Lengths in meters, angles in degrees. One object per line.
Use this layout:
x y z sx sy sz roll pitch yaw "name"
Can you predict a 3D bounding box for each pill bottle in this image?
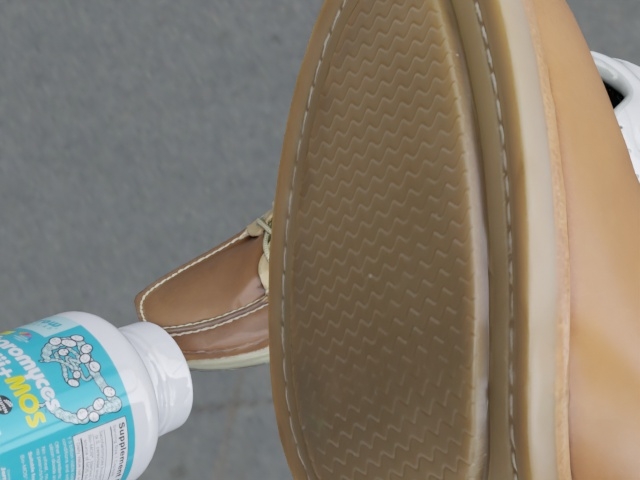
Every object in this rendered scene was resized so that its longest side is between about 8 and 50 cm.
-0.225 0.140 1.507 0.264 0.146 0.146 -19 135 -41 "pill bottle"

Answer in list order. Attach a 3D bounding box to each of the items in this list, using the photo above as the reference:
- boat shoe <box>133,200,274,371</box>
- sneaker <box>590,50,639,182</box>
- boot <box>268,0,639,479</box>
0.000 0.000 1.638 0.324 0.122 0.120 -21 134 -5 "boat shoe"
0.177 -0.015 1.140 0.115 0.232 0.090 23 129 -30 "sneaker"
0.116 0.055 0.476 0.220 0.283 0.109 -7 166 -32 "boot"
